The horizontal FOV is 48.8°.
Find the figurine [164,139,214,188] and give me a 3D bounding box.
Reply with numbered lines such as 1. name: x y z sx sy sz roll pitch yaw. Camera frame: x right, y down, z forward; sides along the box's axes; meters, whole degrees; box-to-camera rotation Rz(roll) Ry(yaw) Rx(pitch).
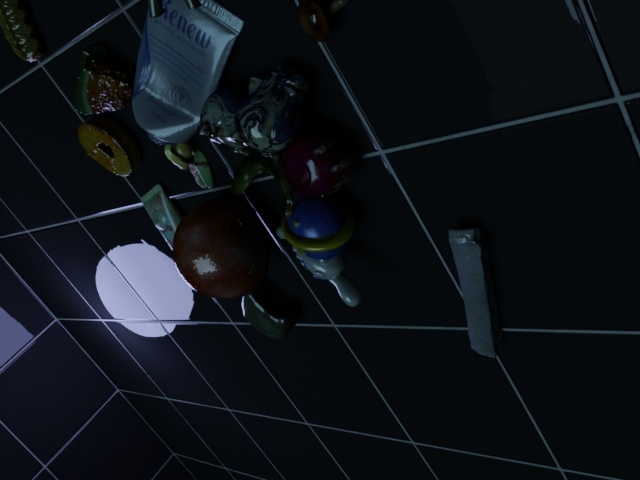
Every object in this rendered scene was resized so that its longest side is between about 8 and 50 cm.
1. figurine: -0.339 -0.197 1.841 0.083 0.083 0.187 11 146 36

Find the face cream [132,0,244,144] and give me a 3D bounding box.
1. face cream: -0.319 -0.386 1.599 0.235 0.137 0.420 37 134 8

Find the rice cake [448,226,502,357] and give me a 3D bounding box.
1. rice cake: 0.342 0.112 1.527 0.072 0.056 0.365 6 133 32

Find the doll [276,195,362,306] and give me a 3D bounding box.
1. doll: -0.007 -0.021 1.668 0.311 0.159 0.242 32 163 47

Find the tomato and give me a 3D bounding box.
1. tomato: -0.258 0.024 1.822 0.265 0.265 0.265 26 143 21

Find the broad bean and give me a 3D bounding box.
1. broad bean: -0.137 -0.148 1.663 0.292 0.049 0.144 25 108 53

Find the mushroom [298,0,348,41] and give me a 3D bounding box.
1. mushroom: 0.002 -0.413 1.265 0.129 0.072 0.088 -34 68 52

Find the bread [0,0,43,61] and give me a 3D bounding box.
1. bread: -0.812 -0.628 1.817 0.084 0.077 0.367 24 144 30

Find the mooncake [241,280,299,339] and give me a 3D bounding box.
1. mooncake: -0.145 0.198 2.058 0.168 0.104 0.175 -12 117 54

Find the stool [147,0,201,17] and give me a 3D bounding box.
1. stool: -0.280 -0.516 1.350 0.228 0.153 0.139 19 140 29

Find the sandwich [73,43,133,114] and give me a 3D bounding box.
1. sandwich: -0.546 -0.395 1.802 0.160 0.109 0.185 22 144 -7

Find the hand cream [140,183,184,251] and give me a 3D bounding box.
1. hand cream: -0.422 -0.022 2.113 0.147 0.093 0.306 -25 101 52

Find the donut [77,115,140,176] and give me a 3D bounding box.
1. donut: -0.590 -0.273 1.998 0.190 0.074 0.174 33 144 4

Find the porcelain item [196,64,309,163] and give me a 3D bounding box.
1. porcelain item: -0.143 -0.275 1.483 0.138 0.186 0.288 24 176 -36

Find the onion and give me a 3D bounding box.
1. onion: -0.027 -0.181 1.494 0.198 0.135 0.173 50 139 -7
